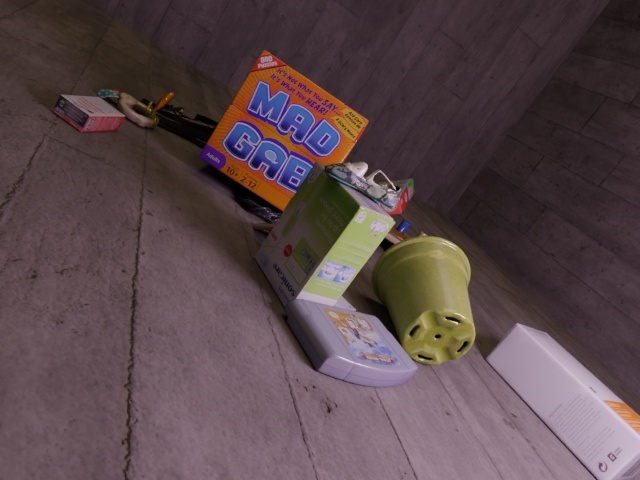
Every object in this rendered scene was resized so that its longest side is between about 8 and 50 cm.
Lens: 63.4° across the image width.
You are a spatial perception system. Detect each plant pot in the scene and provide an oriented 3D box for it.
[{"bbox_3d":[0.282,0.172,1.351,0.276,0.276,0.254,29,29,-19],"label":"plant pot"}]

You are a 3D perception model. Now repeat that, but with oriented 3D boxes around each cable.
[{"bbox_3d":[-0.160,-0.097,1.555,0.184,0.047,0.150,22,20,-34],"label":"cable"}]

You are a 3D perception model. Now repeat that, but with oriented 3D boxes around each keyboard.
[{"bbox_3d":[-0.011,0.107,1.342,0.256,0.014,0.072,42,23,25],"label":"keyboard"}]

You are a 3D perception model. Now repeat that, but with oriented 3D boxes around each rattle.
[{"bbox_3d":[-0.571,-0.450,1.595,0.200,0.143,0.130,45,39,10],"label":"rattle"}]

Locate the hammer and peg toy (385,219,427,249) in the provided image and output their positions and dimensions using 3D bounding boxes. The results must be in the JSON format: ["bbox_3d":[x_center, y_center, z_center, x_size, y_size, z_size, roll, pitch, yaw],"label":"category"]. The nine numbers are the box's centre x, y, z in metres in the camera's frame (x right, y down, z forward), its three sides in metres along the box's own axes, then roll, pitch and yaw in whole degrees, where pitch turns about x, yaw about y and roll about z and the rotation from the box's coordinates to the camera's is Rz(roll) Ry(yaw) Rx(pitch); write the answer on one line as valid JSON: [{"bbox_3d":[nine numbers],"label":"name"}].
[{"bbox_3d":[0.361,0.018,2.099,0.361,0.127,0.266,34,15,-3],"label":"hammer and peg toy"}]

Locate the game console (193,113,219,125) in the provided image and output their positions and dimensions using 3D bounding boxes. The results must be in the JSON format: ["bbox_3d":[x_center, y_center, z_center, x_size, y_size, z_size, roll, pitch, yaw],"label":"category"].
[{"bbox_3d":[-0.394,-0.397,1.856,0.122,0.107,0.071,23,33,-37],"label":"game console"}]

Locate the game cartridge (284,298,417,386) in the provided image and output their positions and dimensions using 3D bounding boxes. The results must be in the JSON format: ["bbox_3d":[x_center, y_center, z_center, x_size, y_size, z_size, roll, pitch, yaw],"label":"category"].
[{"bbox_3d":[0.076,0.224,1.111,0.297,0.062,0.198,19,18,-42],"label":"game cartridge"}]

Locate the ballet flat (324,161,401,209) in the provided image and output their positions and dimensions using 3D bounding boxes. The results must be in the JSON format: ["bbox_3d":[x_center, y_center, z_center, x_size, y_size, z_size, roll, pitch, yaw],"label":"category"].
[{"bbox_3d":[0.098,-0.135,1.128,0.188,0.070,0.070,26,19,-25],"label":"ballet flat"}]

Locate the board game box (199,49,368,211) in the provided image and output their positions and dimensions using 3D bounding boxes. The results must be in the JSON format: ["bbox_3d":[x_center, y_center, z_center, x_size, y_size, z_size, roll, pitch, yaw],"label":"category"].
[{"bbox_3d":[-0.107,-0.317,1.641,0.356,0.356,0.356,33,8,-6],"label":"board game box"}]

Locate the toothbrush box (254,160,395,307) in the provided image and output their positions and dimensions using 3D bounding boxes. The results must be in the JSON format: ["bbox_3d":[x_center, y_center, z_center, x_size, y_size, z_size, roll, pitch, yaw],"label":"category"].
[{"bbox_3d":[0.000,0.000,1.175,0.122,0.283,0.206,18,24,-40],"label":"toothbrush box"}]

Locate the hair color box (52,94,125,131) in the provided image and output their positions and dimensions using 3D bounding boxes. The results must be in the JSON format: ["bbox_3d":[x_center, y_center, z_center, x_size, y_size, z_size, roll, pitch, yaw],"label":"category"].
[{"bbox_3d":[-0.598,-0.330,1.349,0.093,0.053,0.167,36,15,1],"label":"hair color box"}]

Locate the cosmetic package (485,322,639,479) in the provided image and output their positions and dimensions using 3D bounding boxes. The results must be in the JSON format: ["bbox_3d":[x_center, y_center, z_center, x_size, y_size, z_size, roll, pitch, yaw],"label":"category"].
[{"bbox_3d":[0.735,0.463,1.520,0.230,0.161,0.453,19,22,-42],"label":"cosmetic package"}]

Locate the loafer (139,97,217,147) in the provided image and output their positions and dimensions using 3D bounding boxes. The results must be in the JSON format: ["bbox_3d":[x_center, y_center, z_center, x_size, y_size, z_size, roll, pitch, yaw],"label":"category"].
[{"bbox_3d":[-0.461,-0.408,1.752,0.302,0.095,0.109,26,20,-26],"label":"loafer"}]

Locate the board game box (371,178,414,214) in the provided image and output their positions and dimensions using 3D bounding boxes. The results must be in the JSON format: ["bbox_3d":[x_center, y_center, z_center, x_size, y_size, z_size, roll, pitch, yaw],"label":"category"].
[{"bbox_3d":[0.238,-0.174,2.118,0.242,0.064,0.316,-4,18,22],"label":"board game box"}]

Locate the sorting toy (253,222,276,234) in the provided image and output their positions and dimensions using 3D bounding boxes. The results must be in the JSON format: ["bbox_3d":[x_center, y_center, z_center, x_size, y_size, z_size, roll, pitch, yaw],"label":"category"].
[{"bbox_3d":[-0.056,0.001,1.393,0.208,0.038,0.193,22,-9,-30],"label":"sorting toy"}]
